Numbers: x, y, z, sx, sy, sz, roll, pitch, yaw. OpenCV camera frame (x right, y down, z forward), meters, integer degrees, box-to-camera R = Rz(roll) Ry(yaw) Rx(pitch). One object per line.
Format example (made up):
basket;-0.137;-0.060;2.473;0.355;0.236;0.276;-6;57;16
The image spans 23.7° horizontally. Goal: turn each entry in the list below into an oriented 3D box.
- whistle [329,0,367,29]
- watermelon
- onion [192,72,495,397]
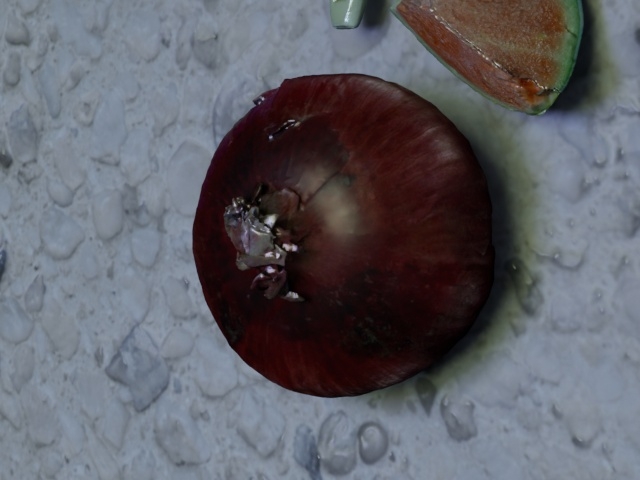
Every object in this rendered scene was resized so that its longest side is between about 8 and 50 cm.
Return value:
whistle;0.040;-0.360;1.696;0.102;0.106;0.253;-177;94;-81
watermelon;0.194;-0.232;1.560;0.231;0.128;0.146;42;83;20
onion;0.000;0.000;1.565;0.348;0.285;0.347;2;94;33
